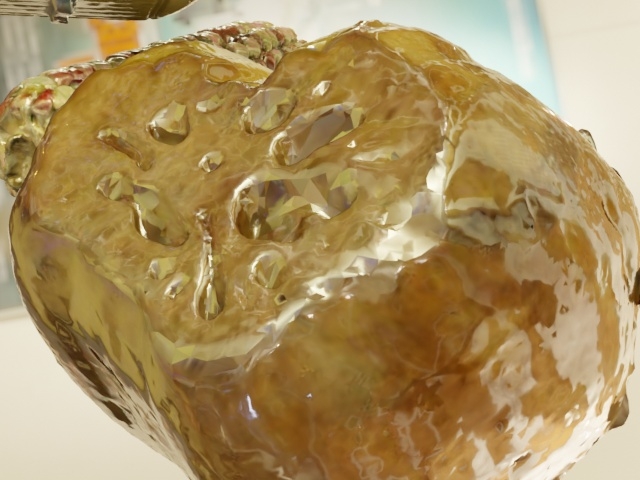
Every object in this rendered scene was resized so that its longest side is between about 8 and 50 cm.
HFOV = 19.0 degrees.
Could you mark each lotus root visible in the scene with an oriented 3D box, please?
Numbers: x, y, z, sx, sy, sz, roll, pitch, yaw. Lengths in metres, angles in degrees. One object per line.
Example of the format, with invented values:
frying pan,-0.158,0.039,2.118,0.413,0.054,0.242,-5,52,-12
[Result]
lotus root,0.000,0.000,0.960,0.250,0.316,0.316,49,28,-63

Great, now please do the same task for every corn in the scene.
corn,-0.096,-0.082,1.164,0.280,0.092,0.092,-32,116,-56

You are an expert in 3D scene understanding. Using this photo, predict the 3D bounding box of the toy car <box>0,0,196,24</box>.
toy car,-0.117,-0.185,1.086,0.101,0.257,0.124,156,-66,-76
